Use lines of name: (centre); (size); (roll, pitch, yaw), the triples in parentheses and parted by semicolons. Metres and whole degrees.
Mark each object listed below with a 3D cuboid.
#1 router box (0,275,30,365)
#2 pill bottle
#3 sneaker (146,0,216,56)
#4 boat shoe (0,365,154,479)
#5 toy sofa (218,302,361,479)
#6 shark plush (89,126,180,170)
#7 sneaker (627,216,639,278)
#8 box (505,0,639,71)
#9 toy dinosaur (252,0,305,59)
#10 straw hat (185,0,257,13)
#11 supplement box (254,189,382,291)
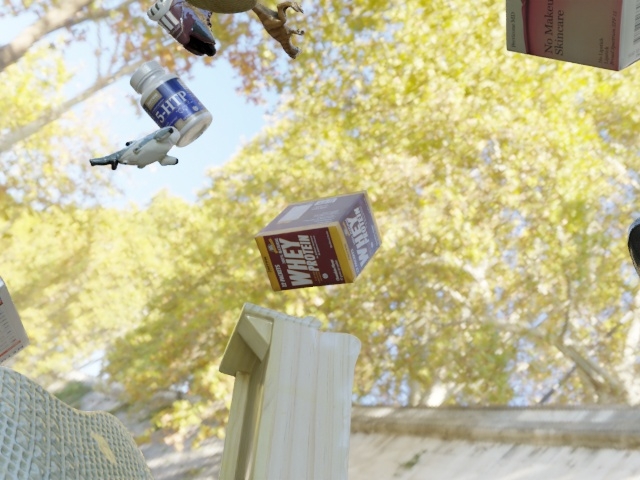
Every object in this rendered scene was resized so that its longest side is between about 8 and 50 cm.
router box: (-0.635, 0.190, 1.283); (0.082, 0.335, 0.301); (47, -25, 11)
pill bottle: (-0.345, -0.314, 1.881); (0.187, 0.112, 0.112); (48, -28, 5)
sneaker: (-0.289, -0.514, 1.972); (0.106, 0.281, 0.162); (-36, -85, 33)
boat shoe: (-0.337, 0.268, 0.941); (0.187, 0.156, 0.500); (57, -6, 18)
toy sofa: (-0.056, 0.267, 1.065); (0.177, 0.362, 0.150); (16, -52, -10)
shark plush: (-0.312, -0.150, 1.413); (0.067, 0.161, 0.073); (48, -18, 42)
sneaker: (0.626, 0.096, 1.423); (0.125, 0.139, 0.341); (-44, -124, 37)
box: (0.451, -0.398, 1.432); (0.232, 0.127, 0.149); (24, -47, 42)
toy dinosaur: (-0.097, -0.450, 1.676); (0.211, 0.112, 0.064); (41, 23, -30)
straw hat: (-0.167, -0.437, 1.372); (0.144, 0.144, 0.061); (-13, -110, 62)
supplement box: (0.000, 0.000, 1.734); (0.191, 0.194, 0.129); (-8, -69, 27)
